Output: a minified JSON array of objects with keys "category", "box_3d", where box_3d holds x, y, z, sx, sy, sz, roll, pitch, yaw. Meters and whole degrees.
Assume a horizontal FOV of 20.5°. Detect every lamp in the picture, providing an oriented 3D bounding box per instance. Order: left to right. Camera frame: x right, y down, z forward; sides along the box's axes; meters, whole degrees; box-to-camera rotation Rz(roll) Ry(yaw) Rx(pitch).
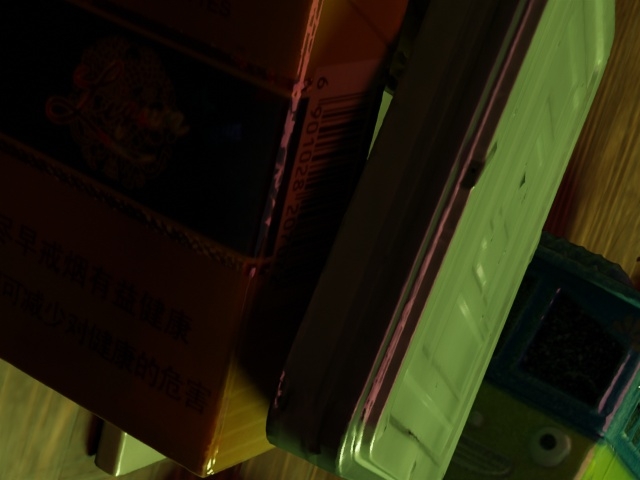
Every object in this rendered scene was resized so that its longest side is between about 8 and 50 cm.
[{"category":"lamp","box_3d":[0.064,-0.020,0.764,0.266,0.047,0.269,52,59,-75]}]

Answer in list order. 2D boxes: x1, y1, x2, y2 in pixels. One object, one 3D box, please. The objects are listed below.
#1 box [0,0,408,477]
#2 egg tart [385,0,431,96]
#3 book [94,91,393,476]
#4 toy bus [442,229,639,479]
[{"category":"box","box_3d":[-0.059,-0.048,0.687,0.070,0.152,0.237,-13,123,-53]},{"category":"egg tart","box_3d":[0.068,-0.180,0.856,0.234,0.094,0.234,-41,143,-41]},{"category":"book","box_3d":[0.000,0.000,0.957,0.295,0.020,0.208,-14,124,-55]},{"category":"toy bus","box_3d":[0.138,0.117,1.111,0.190,0.152,0.312,-61,158,-6]}]
